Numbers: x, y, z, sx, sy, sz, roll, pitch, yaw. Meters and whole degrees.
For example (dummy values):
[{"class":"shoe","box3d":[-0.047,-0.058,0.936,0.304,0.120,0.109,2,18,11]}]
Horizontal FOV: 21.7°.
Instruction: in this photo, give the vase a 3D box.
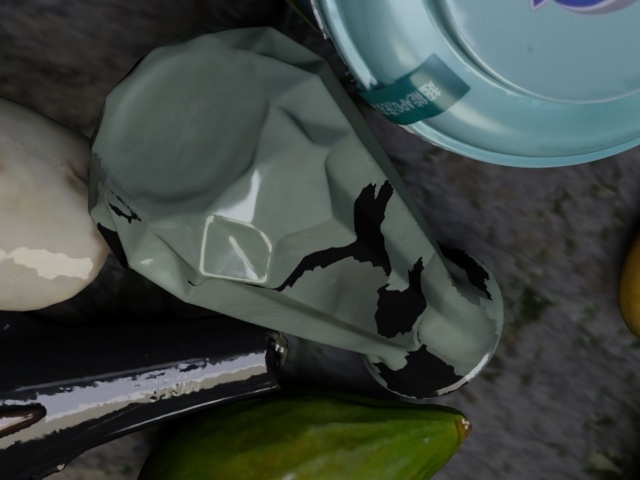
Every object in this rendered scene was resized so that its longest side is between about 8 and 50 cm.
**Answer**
[{"class":"vase","box3d":[0.000,0.000,1.051,0.165,0.165,0.360,-43,148,5]}]

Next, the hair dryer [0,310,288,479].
[{"class":"hair dryer","box3d":[-0.202,-0.012,1.110,0.304,0.120,0.359,-13,102,6]}]

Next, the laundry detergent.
[{"class":"laundry detergent","box3d":[0.111,-0.205,0.995,0.287,0.305,0.287,-4,111,-11]}]

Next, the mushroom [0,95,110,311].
[{"class":"mushroom","box3d":[-0.328,-0.081,0.958,0.325,0.353,0.353,-2,116,30]}]

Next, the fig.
[{"class":"fig","box3d":[-0.027,0.174,1.195,0.233,0.167,0.167,-37,116,-25]}]

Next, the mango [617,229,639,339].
[{"class":"mango","box3d":[0.292,-0.002,1.231,0.184,0.085,0.102,-38,117,14]}]
